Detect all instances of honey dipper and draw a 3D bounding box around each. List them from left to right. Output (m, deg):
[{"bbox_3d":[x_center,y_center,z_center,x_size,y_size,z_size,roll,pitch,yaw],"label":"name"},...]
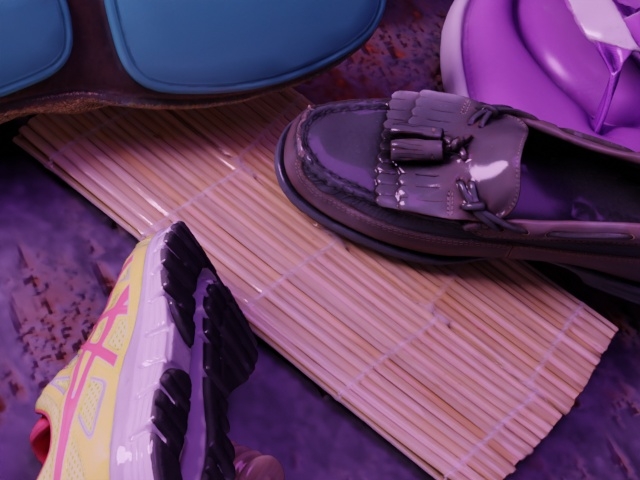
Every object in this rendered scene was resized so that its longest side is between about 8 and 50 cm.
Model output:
[{"bbox_3d":[0.007,0.120,0.751,0.161,0.030,0.030,15,35,39],"label":"honey dipper"}]

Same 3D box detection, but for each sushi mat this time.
[{"bbox_3d":[0.000,0.000,0.919,0.316,0.019,0.151,38,48,12],"label":"sushi mat"}]

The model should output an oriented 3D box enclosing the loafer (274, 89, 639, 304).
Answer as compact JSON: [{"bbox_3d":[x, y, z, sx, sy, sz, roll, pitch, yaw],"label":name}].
[{"bbox_3d":[0.113,-0.033,0.910,0.267,0.084,0.096,13,62,-11],"label":"loafer"}]

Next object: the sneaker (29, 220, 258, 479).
[{"bbox_3d":[-0.089,0.065,0.784,0.081,0.094,0.208,57,20,-24],"label":"sneaker"}]

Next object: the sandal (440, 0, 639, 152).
[{"bbox_3d":[0.183,-0.173,1.090,0.169,0.102,0.416,22,47,0],"label":"sandal"}]

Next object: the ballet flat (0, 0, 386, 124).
[{"bbox_3d":[-0.133,-0.117,0.893,0.348,0.123,0.123,-15,58,-28],"label":"ballet flat"}]
